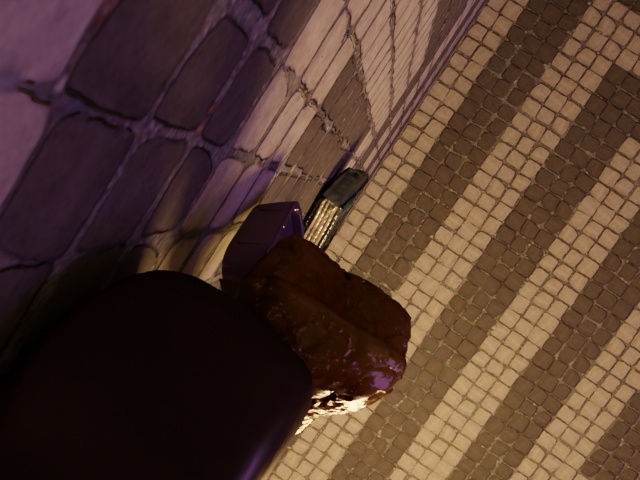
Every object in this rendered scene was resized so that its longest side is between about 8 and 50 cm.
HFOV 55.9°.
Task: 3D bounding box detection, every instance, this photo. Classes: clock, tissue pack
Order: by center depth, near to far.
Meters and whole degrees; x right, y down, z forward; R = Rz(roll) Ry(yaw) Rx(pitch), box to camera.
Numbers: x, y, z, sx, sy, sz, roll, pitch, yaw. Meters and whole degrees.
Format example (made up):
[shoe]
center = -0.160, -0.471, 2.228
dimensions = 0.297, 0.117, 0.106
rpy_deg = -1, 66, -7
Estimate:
[clock]
center = -0.061, 0.027, 0.708
dimensions = 0.152, 0.050, 0.110
rpy_deg = -65, 153, -54
[tissue pack]
center = 0.009, -0.041, 1.387
dimensions = 0.235, 0.073, 0.173
rpy_deg = -59, 175, 36

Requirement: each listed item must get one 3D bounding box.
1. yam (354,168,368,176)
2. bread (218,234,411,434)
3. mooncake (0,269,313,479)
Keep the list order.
[yam]
center = 0.046, -0.086, 1.646
dimensions = 0.252, 0.061, 0.061
rpy_deg = -57, 177, -13
[bread]
center = -0.074, 0.138, 0.644
dimensions = 0.380, 0.185, 0.109
rpy_deg = -43, -158, 49
[mooncake]
center = -0.153, 0.191, 0.409
dimensions = 0.334, 0.174, 0.325
rpy_deg = -51, 171, -33
